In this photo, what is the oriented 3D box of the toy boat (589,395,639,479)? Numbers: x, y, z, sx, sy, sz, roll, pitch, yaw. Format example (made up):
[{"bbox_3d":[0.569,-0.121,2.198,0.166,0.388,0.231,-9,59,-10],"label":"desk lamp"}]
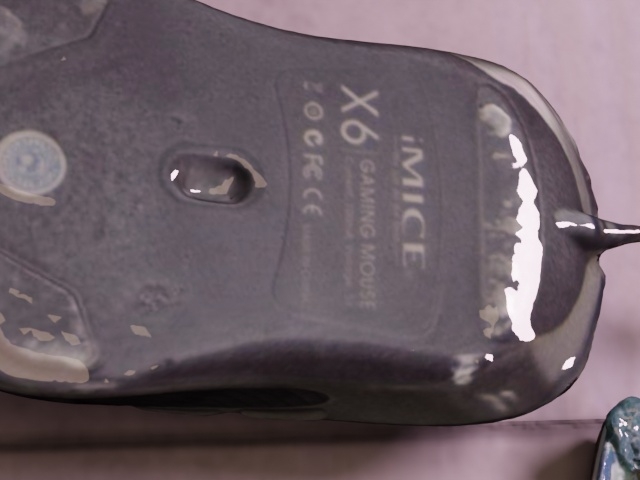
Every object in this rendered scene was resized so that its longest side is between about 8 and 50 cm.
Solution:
[{"bbox_3d":[0.133,0.128,0.585,0.059,0.066,0.140,6,71,-11],"label":"toy boat"}]

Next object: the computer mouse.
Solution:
[{"bbox_3d":[0.000,0.000,0.599,0.379,0.090,0.167,8,69,-12],"label":"computer mouse"}]
